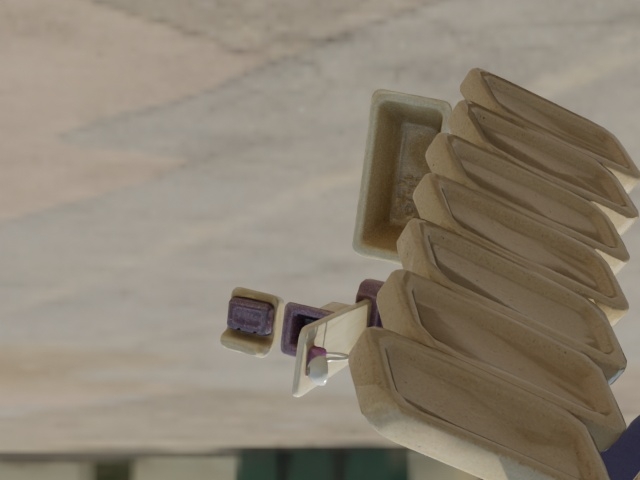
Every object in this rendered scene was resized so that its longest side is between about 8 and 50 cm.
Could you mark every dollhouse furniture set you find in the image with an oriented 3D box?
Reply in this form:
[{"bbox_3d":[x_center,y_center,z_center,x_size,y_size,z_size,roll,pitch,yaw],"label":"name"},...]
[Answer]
[{"bbox_3d":[0.000,0.000,0.699,0.091,0.114,0.081,13,-166,21],"label":"dollhouse furniture set"}]

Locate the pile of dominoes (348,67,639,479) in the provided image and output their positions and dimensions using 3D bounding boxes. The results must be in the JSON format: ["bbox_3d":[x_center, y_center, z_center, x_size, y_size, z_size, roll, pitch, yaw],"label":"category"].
[{"bbox_3d":[0.097,0.049,0.473,0.196,0.040,0.251,33,-157,-4],"label":"pile of dominoes"}]

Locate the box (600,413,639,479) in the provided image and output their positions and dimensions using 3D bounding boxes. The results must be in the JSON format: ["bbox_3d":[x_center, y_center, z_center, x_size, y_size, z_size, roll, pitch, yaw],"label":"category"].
[{"bbox_3d":[0.231,0.084,0.802,0.225,0.036,0.136,-33,-128,-29],"label":"box"}]
